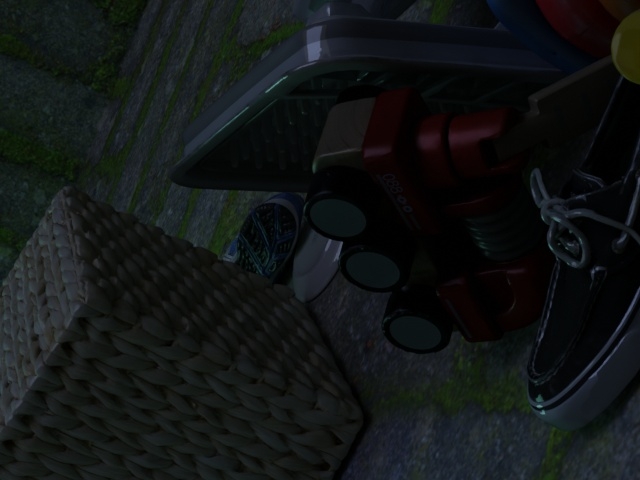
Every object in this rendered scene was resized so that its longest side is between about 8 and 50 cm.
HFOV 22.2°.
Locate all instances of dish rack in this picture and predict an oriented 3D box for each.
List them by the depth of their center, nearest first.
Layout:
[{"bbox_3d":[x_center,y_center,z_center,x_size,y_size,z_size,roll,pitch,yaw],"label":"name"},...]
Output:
[{"bbox_3d":[0.042,-0.120,1.417,0.333,0.286,0.072,-32,62,58],"label":"dish rack"}]

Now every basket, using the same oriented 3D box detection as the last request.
[{"bbox_3d":[-0.176,0.160,1.606,0.266,0.328,0.331,-59,21,13],"label":"basket"}]

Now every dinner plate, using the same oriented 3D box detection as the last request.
[{"bbox_3d":[0.000,0.000,1.788,0.141,0.017,0.141,-53,23,33],"label":"dinner plate"}]

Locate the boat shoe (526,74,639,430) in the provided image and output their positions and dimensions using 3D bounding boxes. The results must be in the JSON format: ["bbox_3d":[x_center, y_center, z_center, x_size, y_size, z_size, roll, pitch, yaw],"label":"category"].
[{"bbox_3d":[0.205,-0.017,1.157,0.306,0.105,0.113,-63,20,9],"label":"boat shoe"}]

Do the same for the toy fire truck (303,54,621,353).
[{"bbox_3d":[0.144,-0.042,1.255,0.246,0.217,0.158,-9,44,29],"label":"toy fire truck"}]

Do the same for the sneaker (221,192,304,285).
[{"bbox_3d":[-0.074,0.031,1.881,0.211,0.080,0.081,-54,0,32],"label":"sneaker"}]

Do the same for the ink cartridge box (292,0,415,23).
[{"bbox_3d":[0.134,-0.398,1.587,0.385,0.091,0.308,-44,-20,-43],"label":"ink cartridge box"}]

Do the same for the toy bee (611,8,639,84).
[{"bbox_3d":[0.283,-0.108,0.970,0.162,0.195,0.298,-51,-5,-24],"label":"toy bee"}]

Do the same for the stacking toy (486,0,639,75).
[{"bbox_3d":[0.278,-0.234,1.186,0.302,0.175,0.165,-14,53,51],"label":"stacking toy"}]
